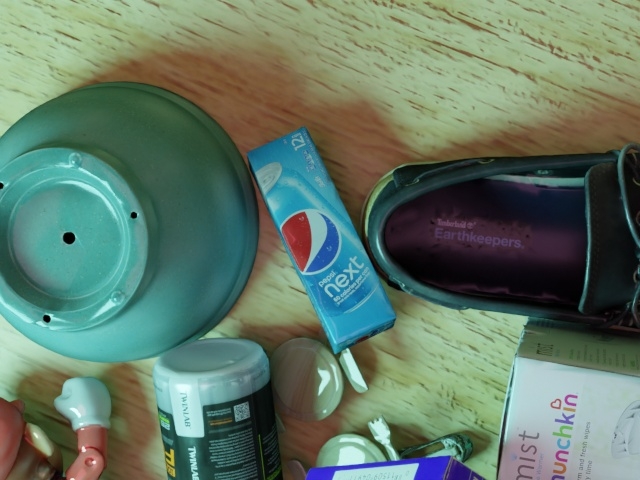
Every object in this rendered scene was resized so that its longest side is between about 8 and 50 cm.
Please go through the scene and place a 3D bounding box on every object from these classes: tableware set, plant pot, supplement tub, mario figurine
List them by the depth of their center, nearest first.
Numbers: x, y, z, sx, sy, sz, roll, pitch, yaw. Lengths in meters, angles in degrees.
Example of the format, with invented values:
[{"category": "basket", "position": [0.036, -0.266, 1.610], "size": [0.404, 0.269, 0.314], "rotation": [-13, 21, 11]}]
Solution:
[{"category": "plant pot", "position": [-0.223, -0.011, 1.474], "size": [0.293, 0.196, 0.293], "rotation": [1, 95, 10]}, {"category": "supplement tub", "position": [-0.100, 0.202, 1.504], "size": [0.117, 0.117, 0.190], "rotation": [-3, 106, 11]}, {"category": "tableware set", "position": [0.014, 0.187, 1.529], "size": [0.128, 0.039, 0.194], "rotation": [-29, 84, 27]}, {"category": "mario figurine", "position": [-0.260, 0.270, 1.570], "size": [0.320, 0.170, 0.198], "rotation": [42, 60, -5]}]

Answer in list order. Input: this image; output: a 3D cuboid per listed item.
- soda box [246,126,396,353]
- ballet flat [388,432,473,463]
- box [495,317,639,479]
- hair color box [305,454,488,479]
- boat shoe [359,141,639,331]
[{"category": "soda box", "position": [0.000, 0.000, 1.470], "size": [0.067, 0.071, 0.210], "rotation": [-25, 80, -5]}, {"category": "ballet flat", "position": [0.099, 0.226, 1.517], "size": [0.114, 0.041, 0.041], "rotation": [-25, 91, 12]}, {"category": "box", "position": [0.285, 0.155, 1.362], "size": [0.231, 0.262, 0.126], "rotation": [8, 96, 9]}, {"category": "hair color box", "position": [0.149, 0.317, 1.348], "size": [0.339, 0.185, 0.110], "rotation": [35, 59, -31]}, {"category": "boat shoe", "position": [0.279, 0.001, 1.404], "size": [0.500, 0.156, 0.186], "rotation": [3, 94, 9]}]
